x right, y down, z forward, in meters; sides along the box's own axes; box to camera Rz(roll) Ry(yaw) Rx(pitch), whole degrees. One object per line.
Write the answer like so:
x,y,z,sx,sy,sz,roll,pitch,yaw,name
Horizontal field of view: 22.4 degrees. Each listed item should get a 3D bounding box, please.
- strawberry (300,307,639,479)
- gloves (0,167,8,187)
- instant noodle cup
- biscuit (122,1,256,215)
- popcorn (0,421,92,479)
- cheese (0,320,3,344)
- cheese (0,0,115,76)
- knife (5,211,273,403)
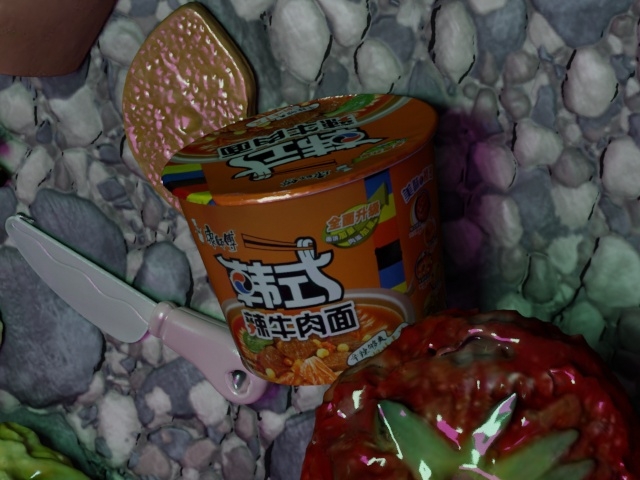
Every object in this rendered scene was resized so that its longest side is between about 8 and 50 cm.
0.119,0.188,1.337,0.291,0.310,0.292,-3,104,-12,strawberry
-0.453,-0.132,1.669,0.294,0.116,0.133,34,144,0,gloves
0.000,0.000,1.438,0.250,0.250,0.192,-3,114,24,instant noodle cup
-0.125,-0.119,1.559,0.142,0.029,0.221,-2,107,22,biscuit
-0.307,0.330,1.708,0.286,0.174,0.225,30,131,0,popcorn
-0.417,0.127,1.683,0.094,0.167,0.123,39,120,5,cheese
-0.318,-0.249,1.515,0.203,0.177,0.128,40,117,6,cheese
-0.190,0.072,1.653,0.336,0.043,0.081,29,122,19,knife
